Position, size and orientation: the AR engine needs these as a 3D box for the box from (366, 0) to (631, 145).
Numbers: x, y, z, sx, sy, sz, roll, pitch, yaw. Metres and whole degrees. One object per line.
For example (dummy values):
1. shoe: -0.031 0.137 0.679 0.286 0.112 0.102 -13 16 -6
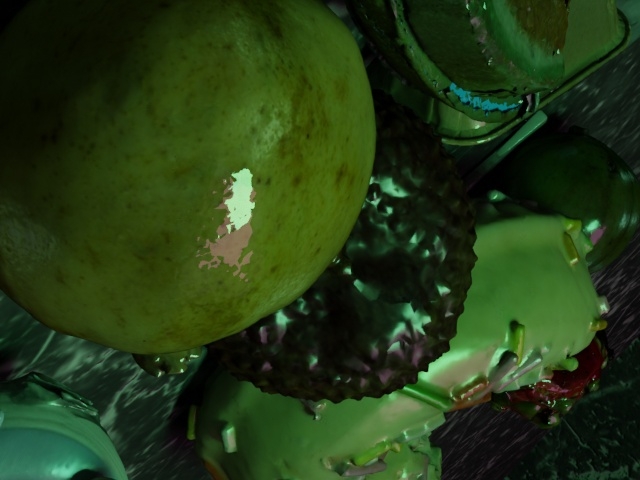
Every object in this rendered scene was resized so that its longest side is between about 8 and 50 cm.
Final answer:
1. box: 0.113 -0.128 0.996 0.177 0.111 0.111 -34 161 -26

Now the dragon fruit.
1. dragon fruit: 0.252 0.139 1.886 0.172 0.166 0.160 177 -76 -69

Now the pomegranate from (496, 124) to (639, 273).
1. pomegranate: 0.191 -0.018 1.426 0.191 0.131 0.152 -31 167 22

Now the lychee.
1. lychee: -0.002 -0.002 0.916 0.194 0.194 0.194 -39 163 -14

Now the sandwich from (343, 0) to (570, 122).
1. sandwich: 0.087 -0.143 0.825 0.159 0.079 0.235 -46 142 -27

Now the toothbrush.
1. toothbrush: 0.123 -0.043 1.375 0.194 0.017 0.014 -45 169 -4

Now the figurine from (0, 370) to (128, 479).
1. figurine: -0.179 0.167 0.922 0.128 0.208 0.184 152 -46 -73

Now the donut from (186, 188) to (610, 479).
1. donut: 0.054 0.119 1.305 0.307 0.150 0.371 -9 150 -42

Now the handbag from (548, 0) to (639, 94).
1. handbag: 0.284 -0.243 1.168 0.332 0.075 0.191 -43 167 -10

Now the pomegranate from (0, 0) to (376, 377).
1. pomegranate: -0.066 -0.030 0.689 0.196 0.196 0.196 -39 163 -14
